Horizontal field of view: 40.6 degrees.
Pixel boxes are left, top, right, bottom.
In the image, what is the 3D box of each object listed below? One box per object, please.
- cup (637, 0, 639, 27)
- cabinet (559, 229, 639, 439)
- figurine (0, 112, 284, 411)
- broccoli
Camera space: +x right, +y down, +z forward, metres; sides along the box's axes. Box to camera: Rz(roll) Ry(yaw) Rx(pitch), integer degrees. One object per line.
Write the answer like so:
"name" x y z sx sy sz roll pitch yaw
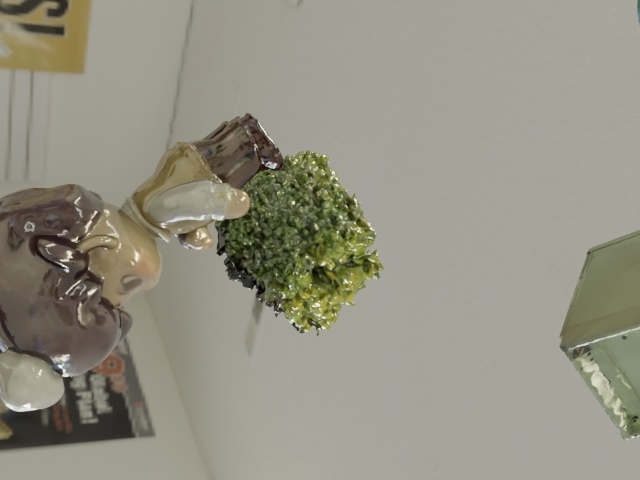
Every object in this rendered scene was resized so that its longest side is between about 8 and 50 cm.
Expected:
"cup" 0.464 -0.267 0.926 0.173 0.168 0.299 31 -42 46
"cabinet" 0.388 0.098 1.002 0.150 0.206 0.145 -25 -72 39
"figurine" -0.207 0.009 0.956 0.218 0.365 0.206 38 -32 62
"broccoli" 0.002 -0.009 1.187 0.180 0.273 0.242 -37 -124 29
